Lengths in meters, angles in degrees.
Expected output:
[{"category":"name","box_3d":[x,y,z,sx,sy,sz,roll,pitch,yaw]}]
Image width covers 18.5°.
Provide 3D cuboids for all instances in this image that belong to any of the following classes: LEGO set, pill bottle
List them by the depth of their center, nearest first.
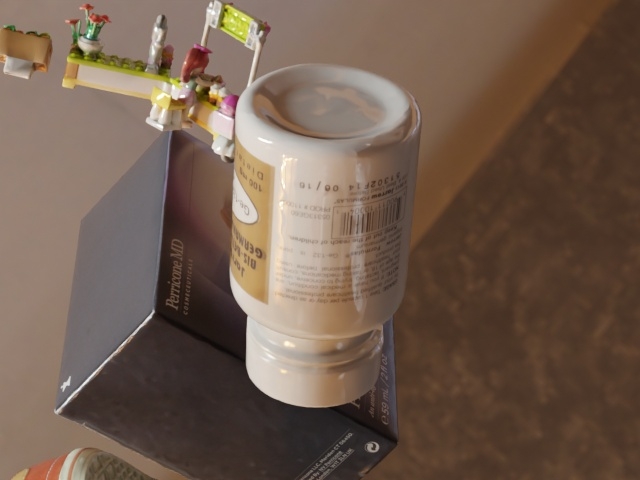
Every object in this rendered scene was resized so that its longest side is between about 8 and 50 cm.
[{"category":"pill bottle","box_3d":[0.000,0.000,1.422,0.131,0.131,0.229,-31,-44,-42]},{"category":"LEGO set","box_3d":[-0.142,-0.164,1.710,0.132,0.287,0.107,-18,-54,-57]}]

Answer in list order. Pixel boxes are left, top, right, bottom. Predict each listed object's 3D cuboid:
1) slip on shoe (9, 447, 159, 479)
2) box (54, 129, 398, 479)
[{"category":"slip on shoe","box_3d":[-0.176,0.270,1.741,0.331,0.101,0.123,49,-142,-56]},{"category":"box","box_3d":[-0.087,0.087,1.975,0.183,0.294,0.296,-46,27,31]}]
